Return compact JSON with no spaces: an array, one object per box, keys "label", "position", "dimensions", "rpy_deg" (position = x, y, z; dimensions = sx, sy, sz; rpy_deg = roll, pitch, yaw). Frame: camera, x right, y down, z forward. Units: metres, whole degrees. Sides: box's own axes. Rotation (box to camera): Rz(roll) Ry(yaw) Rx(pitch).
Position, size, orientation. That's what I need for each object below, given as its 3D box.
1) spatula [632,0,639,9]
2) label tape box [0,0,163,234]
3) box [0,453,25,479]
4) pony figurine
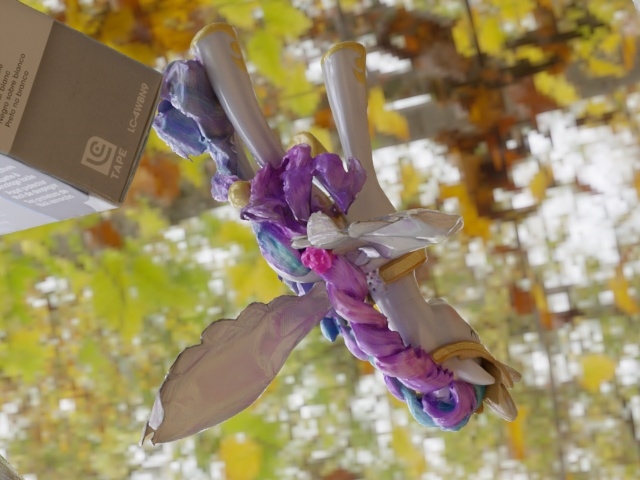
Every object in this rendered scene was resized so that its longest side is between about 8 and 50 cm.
[{"label":"spatula","position":[0.149,-0.194,0.820],"dimensions":[0.242,0.019,0.168],"rpy_deg":[-51,-41,-88]},{"label":"label tape box","position":[-0.321,-0.121,1.251],"dimensions":[0.347,0.249,0.115],"rpy_deg":[24,-108,-31]},{"label":"box","position":[-0.211,0.121,0.638],"dimensions":[0.191,0.381,0.143],"rpy_deg":[-50,-42,-5]},{"label":"pony figurine","position":[0.000,0.000,1.488],"dimensions":[0.351,0.303,0.363],"rpy_deg":[1,-125,-53]}]
